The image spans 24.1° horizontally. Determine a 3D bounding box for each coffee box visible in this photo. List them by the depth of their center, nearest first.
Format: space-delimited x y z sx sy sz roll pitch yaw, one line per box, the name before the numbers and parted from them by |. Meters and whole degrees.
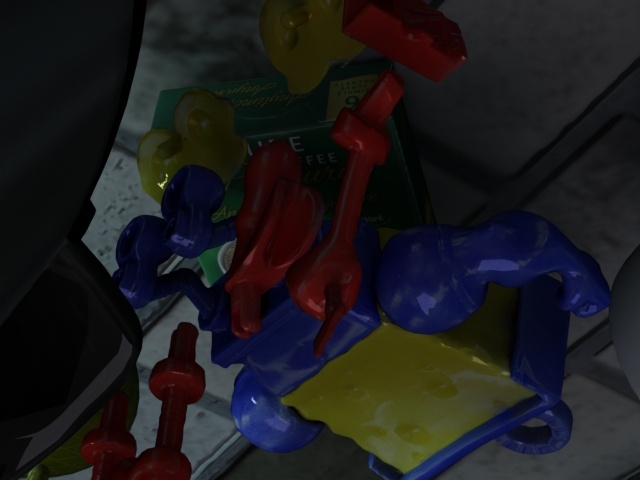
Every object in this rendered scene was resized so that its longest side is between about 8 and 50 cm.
coffee box | 0.000 0.000 0.712 0.113 0.040 0.184 -7 136 15

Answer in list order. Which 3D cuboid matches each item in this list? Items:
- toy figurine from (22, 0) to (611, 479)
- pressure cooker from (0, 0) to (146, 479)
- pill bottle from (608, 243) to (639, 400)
toy figurine | 0.002 0.075 0.633 0.217 0.191 0.362 24 136 -24
pressure cooker | -0.241 -0.076 0.385 0.376 0.420 0.369 2 107 6
pill bottle | 0.240 -0.040 0.535 0.176 0.176 0.318 20 136 -14
